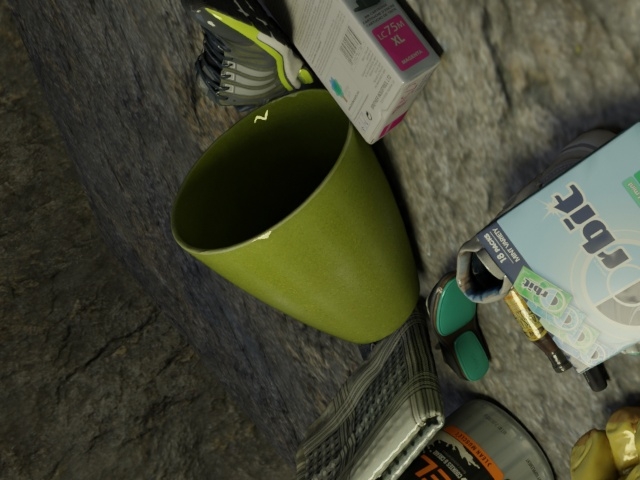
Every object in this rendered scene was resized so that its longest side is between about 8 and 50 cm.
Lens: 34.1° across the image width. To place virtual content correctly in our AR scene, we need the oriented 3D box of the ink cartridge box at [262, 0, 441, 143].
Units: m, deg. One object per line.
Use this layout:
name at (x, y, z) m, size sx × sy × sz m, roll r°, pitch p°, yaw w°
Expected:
ink cartridge box at (0.001, -0.273, 1.170) m, size 0.311 × 0.065 × 0.186 m, roll 52°, pitch 164°, yaw 6°

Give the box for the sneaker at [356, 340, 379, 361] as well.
sneaker at (0.022, 0.078, 1.637) m, size 0.299 × 0.112 × 0.121 m, roll 61°, pitch 161°, yaw -17°

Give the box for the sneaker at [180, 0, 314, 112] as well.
sneaker at (-0.100, -0.221, 1.251) m, size 0.111 × 0.121 × 0.300 m, roll 55°, pitch -173°, yaw 19°

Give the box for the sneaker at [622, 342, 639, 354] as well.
sneaker at (0.286, 0.063, 1.057) m, size 0.166 × 0.065 × 0.076 m, roll 6°, pitch 111°, yaw 63°

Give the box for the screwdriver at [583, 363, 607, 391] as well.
screwdriver at (0.281, 0.093, 1.167) m, size 0.025 × 0.024 × 0.170 m, roll -61°, pitch -53°, yaw -78°

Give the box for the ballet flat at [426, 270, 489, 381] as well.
ballet flat at (0.172, 0.106, 1.380) m, size 0.074 × 0.074 × 0.203 m, roll 36°, pitch 156°, yaw 45°

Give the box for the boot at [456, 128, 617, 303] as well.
boot at (0.210, -0.006, 1.001) m, size 0.095 × 0.123 × 0.258 m, roll 51°, pitch 161°, yaw 14°

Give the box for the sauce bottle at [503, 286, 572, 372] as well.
sauce bottle at (0.251, 0.093, 1.200) m, size 0.128 × 0.042 × 0.042 m, roll 56°, pitch 162°, yaw -4°

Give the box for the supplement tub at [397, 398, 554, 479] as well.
supplement tub at (0.162, 0.387, 1.483) m, size 0.193 × 0.316 × 0.193 m, roll 47°, pitch 160°, yaw 23°

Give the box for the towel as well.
towel at (0.049, 0.263, 1.438) m, size 0.056 × 0.324 × 0.312 m, roll 30°, pitch -159°, yaw -13°

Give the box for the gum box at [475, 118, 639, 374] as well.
gum box at (0.251, 0.007, 0.896) m, size 0.184 × 0.041 × 0.157 m, roll -39°, pitch 87°, yaw 36°

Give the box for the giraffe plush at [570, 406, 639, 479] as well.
giraffe plush at (0.366, 0.300, 1.109) m, size 0.170 × 0.210 × 0.181 m, roll 29°, pitch 161°, yaw -11°

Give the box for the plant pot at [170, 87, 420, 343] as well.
plant pot at (0.000, 0.000, 1.380) m, size 0.293 × 0.275 × 0.275 m, roll 50°, pitch 168°, yaw -34°
